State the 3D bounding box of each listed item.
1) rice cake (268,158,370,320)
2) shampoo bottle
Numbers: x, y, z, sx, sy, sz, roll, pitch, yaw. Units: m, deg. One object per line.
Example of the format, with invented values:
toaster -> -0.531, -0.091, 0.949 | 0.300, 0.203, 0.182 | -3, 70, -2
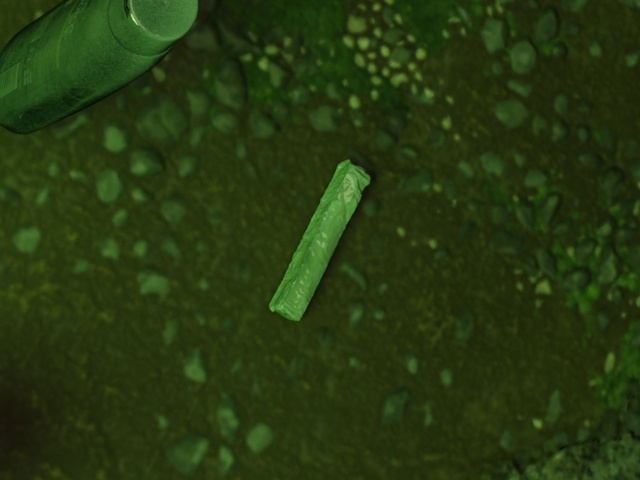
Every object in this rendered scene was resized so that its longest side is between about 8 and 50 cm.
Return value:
rice cake -> 0.000, 0.000, 1.314 | 0.022, 0.021, 0.121 | 38, 68, -30
shampoo bottle -> -0.137, -0.116, 1.136 | 0.049, 0.233, 0.087 | 31, 70, -21
